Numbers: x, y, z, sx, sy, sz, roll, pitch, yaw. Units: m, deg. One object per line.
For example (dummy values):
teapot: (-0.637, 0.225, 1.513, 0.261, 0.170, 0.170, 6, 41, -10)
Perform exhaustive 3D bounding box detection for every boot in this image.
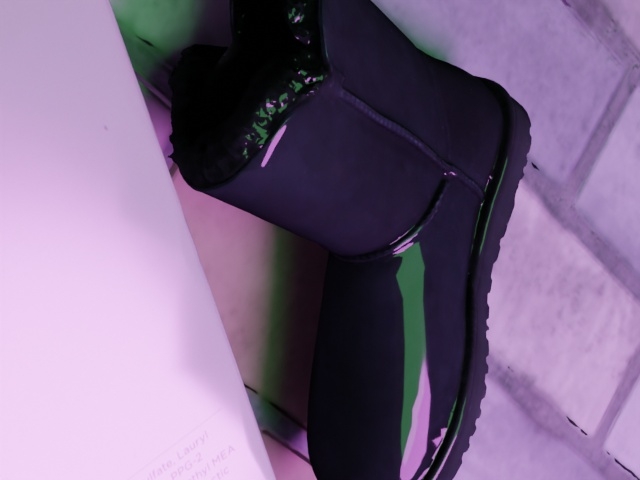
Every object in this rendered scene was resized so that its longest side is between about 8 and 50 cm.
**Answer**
boot: (0.000, 0.000, 0.905, 0.207, 0.094, 0.246, 26, 77, -47)

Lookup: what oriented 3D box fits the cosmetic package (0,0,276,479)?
cosmetic package: (-0.155, 0.030, 0.692, 0.156, 0.217, 0.385, -34, 125, -31)
